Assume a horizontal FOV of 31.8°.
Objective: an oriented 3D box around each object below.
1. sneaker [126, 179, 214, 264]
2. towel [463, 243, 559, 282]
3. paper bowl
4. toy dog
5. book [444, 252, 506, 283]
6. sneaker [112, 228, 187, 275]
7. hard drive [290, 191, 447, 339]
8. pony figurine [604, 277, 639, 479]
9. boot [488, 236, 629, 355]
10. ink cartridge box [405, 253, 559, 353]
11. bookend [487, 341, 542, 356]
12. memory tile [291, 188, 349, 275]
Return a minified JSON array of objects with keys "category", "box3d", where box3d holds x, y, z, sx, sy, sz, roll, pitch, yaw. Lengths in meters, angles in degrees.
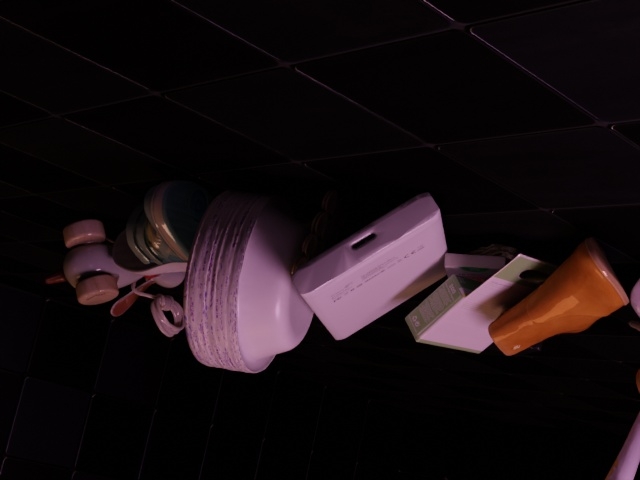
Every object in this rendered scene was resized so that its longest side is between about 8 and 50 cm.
[{"category":"sneaker","box3d":[-0.268,-0.022,1.898,0.208,0.127,0.319,5,165,21]},{"category":"towel","box3d":[0.317,0.039,1.844,0.148,0.027,0.110,20,164,-23]},{"category":"paper bowl","box3d":[-0.094,0.067,1.767,0.148,0.284,0.284,6,166,16]},{"category":"toy dog","box3d":[-0.433,0.073,2.319,0.161,0.220,0.333,-19,144,26]},{"category":"book","box3d":[0.258,0.054,1.841,0.096,0.035,0.144,3,162,14]},{"category":"sneaker","box3d":[-0.255,0.039,2.179,0.292,0.108,0.169,1,161,38]},{"category":"hard drive","box3d":[0.090,0.050,1.757,0.233,0.047,0.353,-32,162,0]},{"category":"pony figurine","box3d":[0.571,0.194,1.723,0.303,0.363,0.351,23,149,-13]},{"category":"boot","box3d":[0.352,0.100,1.707,0.211,0.104,0.295,-27,158,10]},{"category":"ink cartridge box","box3d":[0.275,0.090,1.811,0.171,0.056,0.235,15,129,-43]},{"category":"bookend","box3d":[0.358,0.180,2.297,0.156,0.072,0.157,14,167,-6]},{"category":"memory tile","box3d":[0.000,0.000,1.708,0.012,0.148,0.113,22,172,21]}]
